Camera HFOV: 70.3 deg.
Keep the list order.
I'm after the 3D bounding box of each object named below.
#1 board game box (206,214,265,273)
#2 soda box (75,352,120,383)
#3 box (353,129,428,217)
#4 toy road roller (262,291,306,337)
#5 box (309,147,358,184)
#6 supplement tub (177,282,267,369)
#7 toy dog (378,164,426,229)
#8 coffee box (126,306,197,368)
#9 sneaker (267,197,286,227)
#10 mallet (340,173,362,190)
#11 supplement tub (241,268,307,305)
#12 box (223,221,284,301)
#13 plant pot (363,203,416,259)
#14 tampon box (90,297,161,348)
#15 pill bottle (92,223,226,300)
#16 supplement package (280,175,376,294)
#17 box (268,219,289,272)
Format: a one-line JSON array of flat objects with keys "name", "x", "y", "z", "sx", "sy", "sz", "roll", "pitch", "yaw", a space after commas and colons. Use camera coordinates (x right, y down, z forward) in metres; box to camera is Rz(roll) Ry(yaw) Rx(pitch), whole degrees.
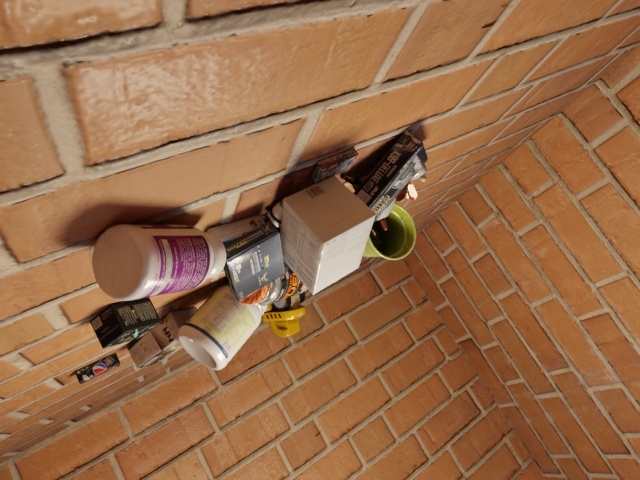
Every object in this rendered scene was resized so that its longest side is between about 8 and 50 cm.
[{"name": "board game box", "x": -0.323, "y": 0.038, "z": 1.447, "sx": 0.193, "sy": 0.053, "sz": 0.305, "roll": -20, "pitch": 163, "yaw": -47}, {"name": "soda box", "x": -0.950, "y": 0.546, "z": 1.943, "sx": 0.169, "sy": 0.053, "sz": 0.060, "roll": -24, "pitch": 166, "yaw": -34}, {"name": "box", "x": 0.239, "y": -0.212, "z": 1.583, "sx": 0.307, "sy": 0.076, "sz": 0.242, "roll": -50, "pitch": 164, "yaw": 8}, {"name": "toy road roller", "x": -0.234, "y": 0.381, "z": 2.382, "sx": 0.330, "sy": 0.240, "sz": 0.203, "roll": -9, "pitch": 179, "yaw": 27}, {"name": "box", "x": 0.039, "y": -0.221, "z": 1.356, "sx": 0.137, "sy": 0.027, "sz": 0.094, "roll": -26, "pitch": 168, "yaw": -26}, {"name": "supplement tub", "x": -0.392, "y": 0.334, "z": 1.857, "sx": 0.325, "sy": 0.235, "sz": 0.235, "roll": -50, "pitch": -179, "yaw": -36}, {"name": "toy dog", "x": 0.308, "y": -0.170, "z": 1.877, "sx": 0.220, "sy": 0.161, "sz": 0.333, "roll": -20, "pitch": 162, "yaw": -44}, {"name": "coffee box", "x": -0.665, "y": 0.420, "z": 1.973, "sx": 0.297, "sy": 0.118, "sz": 0.168, "roll": -36, "pitch": 165, "yaw": 19}, {"name": "sneaker", "x": -0.069, "y": -0.095, "z": 1.478, "sx": 0.095, "sy": 0.090, "sz": 0.235, "roll": -48, "pitch": 163, "yaw": 25}, {"name": "mallet", "x": 0.107, "y": -0.207, "z": 1.584, "sx": 0.039, "sy": 0.062, "sz": 0.190, "roll": -36, "pitch": 152, "yaw": 16}, {"name": "supplement tub", "x": -0.192, "y": 0.143, "z": 1.819, "sx": 0.207, "sy": 0.207, "sz": 0.338, "roll": -38, "pitch": 166, "yaw": 28}, {"name": "box", "x": -0.208, "y": 0.070, "z": 1.419, "sx": 0.183, "sy": 0.059, "sz": 0.232, "roll": -31, "pitch": 148, "yaw": -22}, {"name": "plant pot", "x": 0.282, "y": -0.023, "z": 2.231, "sx": 0.276, "sy": 0.276, "sz": 0.254, "roll": -25, "pitch": -179, "yaw": -27}, {"name": "tampon box", "x": -0.633, "y": 0.267, "z": 1.488, "sx": 0.120, "sy": 0.101, "sz": 0.161, "roll": -35, "pitch": 168, "yaw": 20}, {"name": "pill bottle", "x": -0.367, "y": 0.044, "z": 1.093, "sx": 0.169, "sy": 0.169, "sz": 0.302, "roll": -36, "pitch": 166, "yaw": 21}, {"name": "supplement package", "x": 0.009, "y": -0.015, "z": 1.397, "sx": 0.199, "sy": 0.198, "sz": 0.262, "roll": -28, "pitch": 150, "yaw": -28}, {"name": "box", "x": -0.145, "y": 0.024, "z": 1.574, "sx": 0.175, "sy": 0.051, "sz": 0.220, "roll": -53, "pitch": 151, "yaw": 0}]
